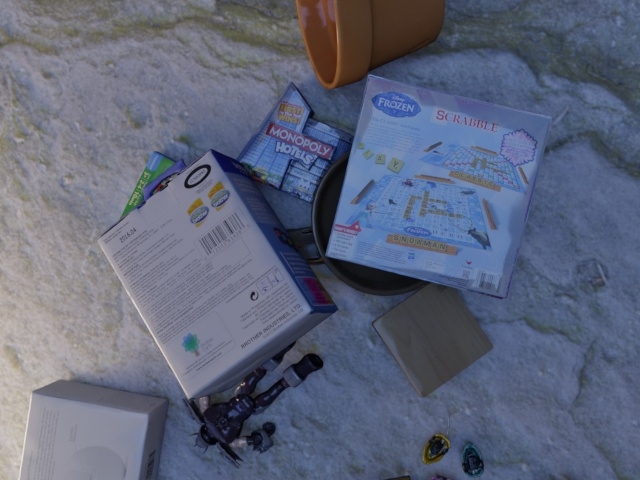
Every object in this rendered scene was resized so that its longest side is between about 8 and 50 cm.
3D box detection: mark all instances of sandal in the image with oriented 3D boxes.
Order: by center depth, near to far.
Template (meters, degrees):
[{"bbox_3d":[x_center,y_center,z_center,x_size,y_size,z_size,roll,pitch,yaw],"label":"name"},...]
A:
[{"bbox_3d":[0.000,0.000,1.564,0.219,0.060,0.090,-7,90,6],"label":"sandal"}]

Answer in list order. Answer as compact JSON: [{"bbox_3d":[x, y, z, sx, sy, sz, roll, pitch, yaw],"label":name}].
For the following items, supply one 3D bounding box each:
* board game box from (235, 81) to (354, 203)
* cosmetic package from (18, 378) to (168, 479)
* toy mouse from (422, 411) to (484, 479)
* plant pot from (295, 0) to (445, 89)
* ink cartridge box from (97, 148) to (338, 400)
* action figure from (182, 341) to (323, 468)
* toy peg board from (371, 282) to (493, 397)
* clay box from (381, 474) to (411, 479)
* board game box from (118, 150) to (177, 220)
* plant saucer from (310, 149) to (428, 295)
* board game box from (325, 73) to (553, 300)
[{"bbox_3d":[-0.041,-0.181,1.567,0.194,0.060,0.194,22,94,6],"label":"board game box"},{"bbox_3d":[-0.421,0.395,1.577,0.224,0.138,0.224,10,92,5],"label":"cosmetic package"},{"bbox_3d":[0.245,0.421,1.548,0.143,0.031,0.161,36,80,8],"label":"toy mouse"},{"bbox_3d":[0.083,-0.421,1.458,0.203,0.291,0.291,-13,89,-11],"label":"plant pot"},{"bbox_3d":[-0.195,0.033,1.474,0.270,0.151,0.395,-36,77,11],"label":"ink cartridge box"},{"bbox_3d":[-0.131,0.295,1.569,0.285,0.099,0.185,-43,93,9],"label":"action figure"},{"bbox_3d":[0.196,0.174,1.548,0.160,0.079,0.161,-33,88,-10],"label":"toy peg board"},{"bbox_3d":[0.099,0.475,1.478,0.127,0.222,0.053,-12,89,6],"label":"clay box"},{"bbox_3d":[-0.255,-0.050,1.603,0.211,0.039,0.160,27,94,4],"label":"board game box"},{"bbox_3d":[0.116,-0.040,1.528,0.277,0.041,0.278,0,92,-11],"label":"plant saucer"},{"bbox_3d":[0.198,-0.090,1.445,0.318,0.066,0.318,14,92,3],"label":"board game box"}]
